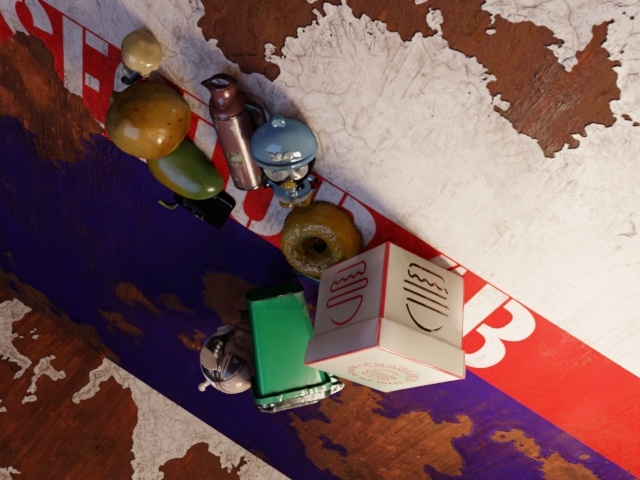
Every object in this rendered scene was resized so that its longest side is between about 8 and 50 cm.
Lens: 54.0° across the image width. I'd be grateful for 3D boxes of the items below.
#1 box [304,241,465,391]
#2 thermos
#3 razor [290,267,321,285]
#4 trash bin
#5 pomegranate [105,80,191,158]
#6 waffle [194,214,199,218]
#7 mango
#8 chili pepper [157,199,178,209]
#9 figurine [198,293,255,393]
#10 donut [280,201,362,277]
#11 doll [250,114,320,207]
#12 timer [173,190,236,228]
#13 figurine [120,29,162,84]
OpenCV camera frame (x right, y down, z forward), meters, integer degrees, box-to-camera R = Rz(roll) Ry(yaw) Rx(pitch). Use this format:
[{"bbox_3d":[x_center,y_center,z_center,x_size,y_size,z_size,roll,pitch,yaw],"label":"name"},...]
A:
[{"bbox_3d":[0.185,0.223,1.731,0.314,0.299,0.312,24,148,-29],"label":"box"},{"bbox_3d":[-0.217,-0.293,1.690,0.136,0.109,0.330,23,143,36],"label":"thermos"},{"bbox_3d":[0.049,0.159,2.038,0.324,0.093,0.056,28,102,14],"label":"razor"},{"bbox_3d":[-0.104,0.339,2.066,0.259,0.295,0.380,-145,45,-78],"label":"trash bin"},{"bbox_3d":[-0.478,-0.331,1.745,0.233,0.233,0.233,20,140,18],"label":"pomegranate"},{"bbox_3d":[-0.395,-0.097,2.111,0.078,0.016,0.085,33,143,-5],"label":"waffle"},{"bbox_3d":[-0.411,-0.216,1.903,0.251,0.114,0.156,38,99,-10],"label":"mango"},{"bbox_3d":[-0.529,-0.124,2.178,0.083,0.017,0.030,20,138,19],"label":"chili pepper"},{"bbox_3d":[-0.286,0.401,2.294,0.253,0.361,0.211,37,132,-4],"label":"figurine"},{"bbox_3d":[-0.003,0.000,1.861,0.254,0.118,0.253,9,128,12],"label":"donut"},{"bbox_3d":[-0.089,-0.208,1.668,0.177,0.141,0.314,-4,140,6],"label":"doll"},{"bbox_3d":[-0.373,-0.133,2.028,0.187,0.055,0.144,34,139,-6],"label":"timer"},{"bbox_3d":[-0.503,-0.492,1.709,0.108,0.114,0.196,25,160,-28],"label":"figurine"}]
